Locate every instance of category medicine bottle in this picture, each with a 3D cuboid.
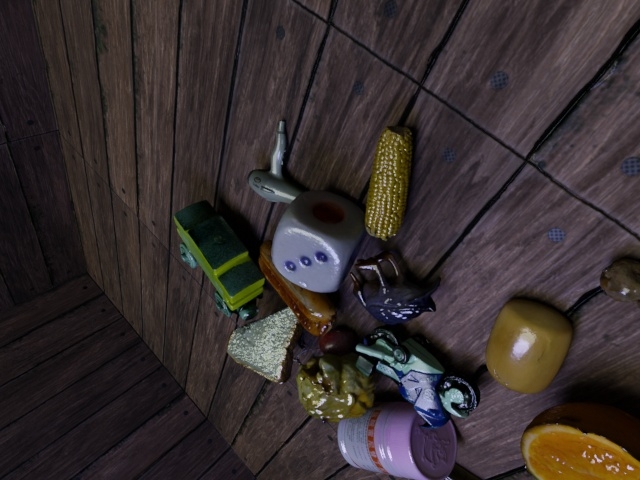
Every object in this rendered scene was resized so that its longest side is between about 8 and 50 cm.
[{"bbox_3d":[0.218,0.588,1.213,0.316,0.202,0.202,-29,94,50],"label":"medicine bottle"}]

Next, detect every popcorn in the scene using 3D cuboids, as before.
[{"bbox_3d":[0.043,0.433,1.190,0.233,0.192,0.266,-14,135,25],"label":"popcorn"}]

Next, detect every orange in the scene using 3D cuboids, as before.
[{"bbox_3d":[0.538,0.448,0.770,0.310,0.274,0.274,27,144,-20],"label":"orange"}]

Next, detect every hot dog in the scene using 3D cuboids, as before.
[{"bbox_3d":[-0.066,0.133,1.250,0.349,0.117,0.158,47,149,27],"label":"hot dog"}]

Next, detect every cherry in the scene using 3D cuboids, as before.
[{"bbox_3d":[0.019,0.353,1.310,0.225,0.090,0.107,-36,133,27],"label":"cherry"}]

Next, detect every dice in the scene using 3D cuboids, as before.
[{"bbox_3d":[0.000,0.000,1.021,0.193,0.194,0.192,24,132,8],"label":"dice"}]

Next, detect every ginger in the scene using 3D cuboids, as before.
[{"bbox_3d":[0.557,0.098,0.643,0.204,0.080,0.104,33,141,22],"label":"ginger"}]

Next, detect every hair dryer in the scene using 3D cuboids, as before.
[{"bbox_3d":[-0.081,-0.178,1.121,0.219,0.088,0.225,42,123,7],"label":"hair dryer"}]

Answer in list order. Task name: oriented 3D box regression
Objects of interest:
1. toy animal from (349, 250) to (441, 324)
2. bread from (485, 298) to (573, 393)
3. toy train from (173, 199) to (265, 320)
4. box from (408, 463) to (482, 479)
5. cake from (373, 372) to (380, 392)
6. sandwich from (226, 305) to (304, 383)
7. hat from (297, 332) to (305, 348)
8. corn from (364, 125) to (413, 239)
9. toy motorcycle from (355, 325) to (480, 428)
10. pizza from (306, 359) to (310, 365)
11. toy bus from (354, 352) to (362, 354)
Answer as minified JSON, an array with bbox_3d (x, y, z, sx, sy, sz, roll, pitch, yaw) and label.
[{"bbox_3d":[0.174,0.125,1.015,0.298,0.122,0.185,8,116,50],"label":"toy animal"},{"bbox_3d":[0.426,0.231,0.852,0.147,0.098,0.217,20,129,31],"label":"bread"},{"bbox_3d":[-0.348,0.066,1.403,0.442,0.179,0.272,50,153,18],"label":"toy train"},{"bbox_3d":[0.394,0.749,1.246,0.240,0.071,0.159,21,126,34],"label":"box"},{"bbox_3d":[0.159,0.437,1.288,0.065,0.052,0.121,37,135,28],"label":"cake"},{"bbox_3d":[-0.181,0.315,1.397,0.254,0.099,0.289,23,96,28],"label":"sandwich"},{"bbox_3d":[-0.117,0.331,1.474,0.227,0.128,0.140,-42,56,32],"label":"hat"},{"bbox_3d":[0.151,-0.121,0.895,0.091,0.091,0.260,-106,16,-52],"label":"corn"},{"bbox_3d":[0.246,0.363,1.071,0.331,0.125,0.196,29,117,33],"label":"toy motorcycle"},{"bbox_3d":[-0.001,0.538,1.509,0.161,0.062,0.182,34,134,17],"label":"pizza"},{"bbox_3d":[0.113,0.392,1.318,0.130,0.037,0.052,-2,119,44],"label":"toy bus"}]
